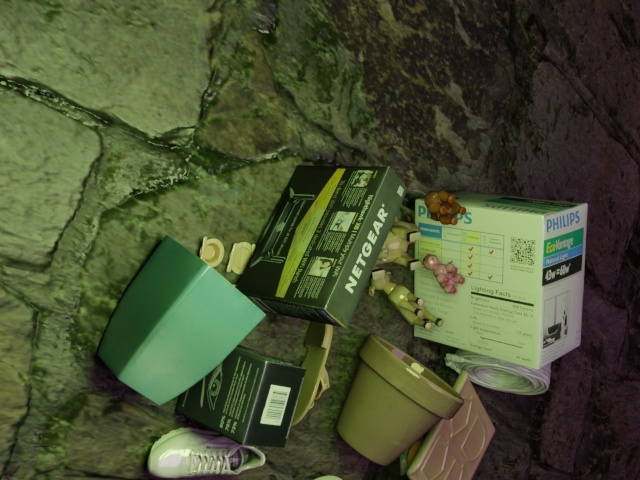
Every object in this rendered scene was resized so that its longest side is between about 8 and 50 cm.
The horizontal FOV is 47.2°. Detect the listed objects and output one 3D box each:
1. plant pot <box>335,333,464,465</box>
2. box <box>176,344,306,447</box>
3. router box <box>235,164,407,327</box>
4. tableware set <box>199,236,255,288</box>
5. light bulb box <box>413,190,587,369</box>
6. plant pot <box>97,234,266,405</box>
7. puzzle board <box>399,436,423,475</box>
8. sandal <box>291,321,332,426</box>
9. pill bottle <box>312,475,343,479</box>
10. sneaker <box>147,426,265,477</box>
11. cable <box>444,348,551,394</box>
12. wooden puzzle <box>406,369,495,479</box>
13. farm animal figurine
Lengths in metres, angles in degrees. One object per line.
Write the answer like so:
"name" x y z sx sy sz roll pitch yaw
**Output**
"plant pot" 0.160 0.380 1.673 0.263 0.263 0.229 33 91 -43
"box" -0.149 0.276 1.351 0.108 0.207 0.153 21 83 -45
"router box" 0.000 0.000 1.412 0.081 0.243 0.309 44 63 -41
"tableware set" -0.189 0.066 1.406 0.169 0.020 0.141 13 88 -46
"light bulb box" 0.431 0.078 1.788 0.225 0.358 0.361 -14 108 -45
"plant pot" -0.255 0.147 1.260 0.234 0.166 0.165 -50 129 -9
"puzzle board" 0.241 0.543 1.927 0.096 0.011 0.128 -19 110 -42
"sandal" -0.005 0.293 1.582 0.079 0.088 0.240 28 72 -38
"pill bottle" 0.030 0.642 1.664 0.108 0.108 0.193 -34 120 -36
"sneaker" -0.215 0.409 1.390 0.235 0.095 0.090 4 96 -44
"cable" 0.487 0.334 1.965 0.257 0.257 0.089 45 54 -44
"wooden puzzle" 0.344 0.560 1.980 0.322 0.080 0.348 -54 136 -27
"farm animal figurine" 0.170 0.028 1.669 0.327 0.172 0.330 8 100 -33
